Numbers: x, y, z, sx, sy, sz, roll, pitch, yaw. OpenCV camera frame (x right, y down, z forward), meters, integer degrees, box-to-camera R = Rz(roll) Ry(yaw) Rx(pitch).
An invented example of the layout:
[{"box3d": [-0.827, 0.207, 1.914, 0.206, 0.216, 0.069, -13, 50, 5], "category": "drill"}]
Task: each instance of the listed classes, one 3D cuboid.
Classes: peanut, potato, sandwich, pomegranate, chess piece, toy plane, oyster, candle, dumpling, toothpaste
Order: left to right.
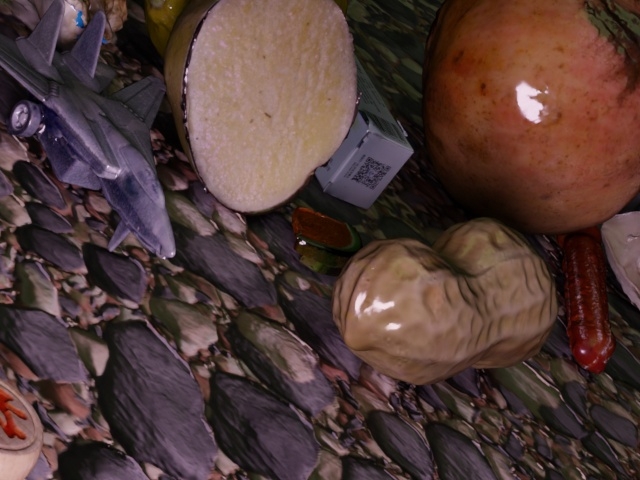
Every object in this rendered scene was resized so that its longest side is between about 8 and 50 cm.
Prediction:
[{"box3d": [-0.204, 0.111, 1.129, 0.083, 0.038, 0.084, 33, 20, -14], "category": "chess piece"}, {"box3d": [-0.251, -0.243, 1.601, 0.214, 0.083, 0.223, 37, -11, -9], "category": "oyster"}, {"box3d": [-0.172, -0.069, 1.487, 0.212, 0.088, 0.267, 14, 40, -43], "category": "toy plane"}, {"box3d": [-0.071, -0.135, 1.672, 0.182, 0.202, 0.117, -21, 25, -33], "category": "potato"}, {"box3d": [-0.006, -0.168, 1.930, 0.067, 0.081, 0.336, 23, 26, -35], "category": "toothpaste"}, {"box3d": [0.003, 0.001, 1.688, 0.069, 0.026, 0.101, 28, 20, -11], "category": "sandwich"}, {"box3d": [0.106, 0.049, 1.599, 0.120, 0.136, 0.298, 11, 8, 32], "category": "peanut"}, {"box3d": [0.238, -0.156, 1.995, 0.322, 0.322, 0.322, 32, 22, -15], "category": "pomegranate"}, {"box3d": [0.275, 0.049, 1.981, 0.051, 0.048, 0.329, 21, 24, -5], "category": "candle"}, {"box3d": [0.397, 0.037, 2.115, 0.199, 0.118, 0.136, 13, 48, -13], "category": "dumpling"}]

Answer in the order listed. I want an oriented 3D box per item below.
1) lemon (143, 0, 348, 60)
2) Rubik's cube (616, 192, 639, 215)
[{"box3d": [-0.071, -0.221, 1.802, 0.184, 0.184, 0.248, 44, 29, 17], "category": "lemon"}, {"box3d": [0.429, -0.166, 2.389, 0.237, 0.238, 0.237, 1, 43, -54], "category": "Rubik's cube"}]
